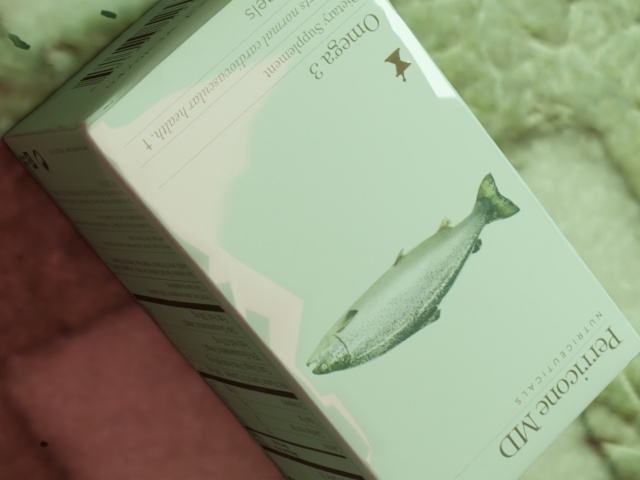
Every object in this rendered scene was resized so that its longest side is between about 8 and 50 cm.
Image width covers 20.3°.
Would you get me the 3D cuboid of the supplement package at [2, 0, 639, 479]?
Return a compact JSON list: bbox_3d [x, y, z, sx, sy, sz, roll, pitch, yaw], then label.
[{"bbox_3d":[0.000,0.000,0.591,0.105,0.105,0.179,-44,107,-17],"label":"supplement package"}]
